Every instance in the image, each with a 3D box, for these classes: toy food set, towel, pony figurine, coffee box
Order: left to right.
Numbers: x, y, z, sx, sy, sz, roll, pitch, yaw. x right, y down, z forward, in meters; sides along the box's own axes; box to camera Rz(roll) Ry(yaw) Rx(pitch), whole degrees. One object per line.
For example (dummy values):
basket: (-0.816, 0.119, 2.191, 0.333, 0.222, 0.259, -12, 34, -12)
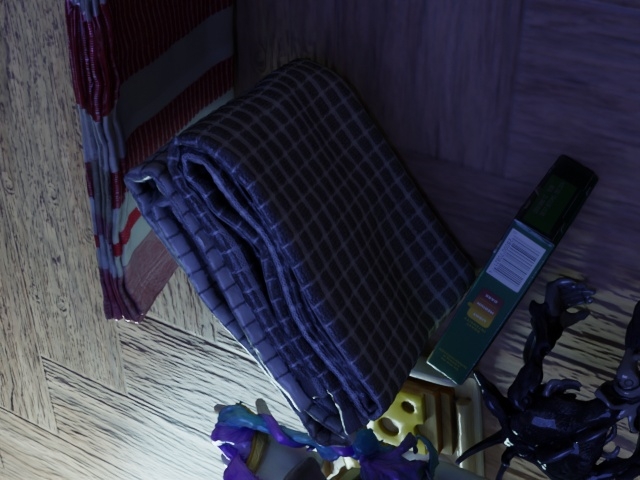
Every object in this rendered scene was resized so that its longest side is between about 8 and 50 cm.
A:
towel: (-0.125, -0.120, 0.813, 0.037, 0.237, 0.329, 13, 127, 16)
towel: (0.000, 0.000, 0.805, 0.121, 0.235, 0.283, -28, 102, 32)
pony figurine: (0.025, 0.300, 0.827, 0.363, 0.351, 0.303, 23, 122, 4)
toy food set: (0.057, 0.235, 1.022, 0.220, 0.092, 0.306, 12, 126, 30)
coffee box: (0.157, 0.028, 0.793, 0.040, 0.113, 0.184, 33, 135, 12)

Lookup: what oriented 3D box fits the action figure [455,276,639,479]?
action figure: (0.241, 0.114, 0.775, 0.276, 0.141, 0.164, -35, 98, 29)
